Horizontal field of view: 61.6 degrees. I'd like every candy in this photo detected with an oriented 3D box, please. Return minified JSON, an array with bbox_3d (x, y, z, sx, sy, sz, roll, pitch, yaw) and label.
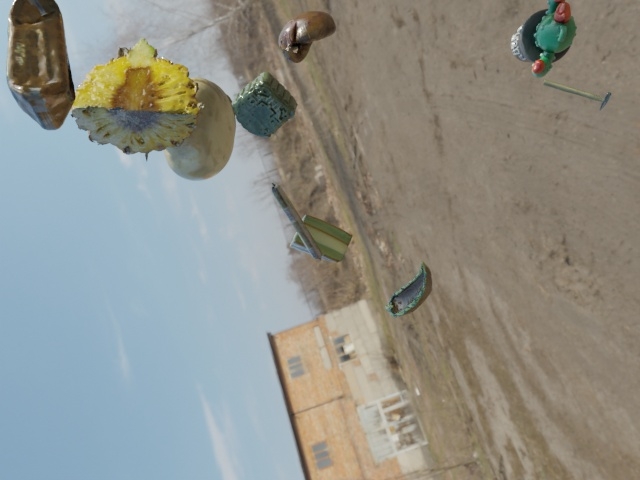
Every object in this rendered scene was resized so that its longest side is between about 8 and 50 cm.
[{"bbox_3d":[-0.503,-0.350,0.965,0.143,0.101,0.272,135,129,-71],"label":"candy"}]

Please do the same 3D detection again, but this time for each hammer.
[{"bbox_3d":[0.792,-0.460,1.671,0.013,0.198,0.063,-54,-20,-40],"label":"hammer"}]

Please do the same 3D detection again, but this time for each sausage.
[{"bbox_3d":[-0.066,-0.051,1.525,0.269,0.032,0.033,58,-176,-16],"label":"sausage"}]

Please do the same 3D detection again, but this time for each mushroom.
[{"bbox_3d":[-0.040,-0.467,1.220,0.080,0.135,0.171,53,-131,-27],"label":"mushroom"},{"bbox_3d":[-0.436,-0.348,1.672,0.314,0.335,0.315,10,-90,-77],"label":"mushroom"}]

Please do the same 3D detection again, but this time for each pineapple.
[{"bbox_3d":[-0.486,-0.389,1.491,0.209,0.343,0.287,104,164,-57],"label":"pineapple"}]

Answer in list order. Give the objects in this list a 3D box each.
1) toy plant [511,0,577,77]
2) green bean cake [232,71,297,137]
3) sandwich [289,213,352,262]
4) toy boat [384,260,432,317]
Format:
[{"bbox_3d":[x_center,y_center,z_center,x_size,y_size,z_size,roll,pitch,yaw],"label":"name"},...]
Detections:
[{"bbox_3d":[0.790,-0.705,1.875,0.185,0.280,0.400,31,-167,-4],"label":"toy plant"},{"bbox_3d":[-0.233,-0.551,2.226,0.222,0.227,0.125,39,-144,-28],"label":"green bean cake"},{"bbox_3d":[0.000,0.000,1.841,0.144,0.187,0.117,110,-176,-82],"label":"sandwich"},{"bbox_3d":[0.328,0.173,1.875,0.293,0.099,0.109,119,161,-46],"label":"toy boat"}]
